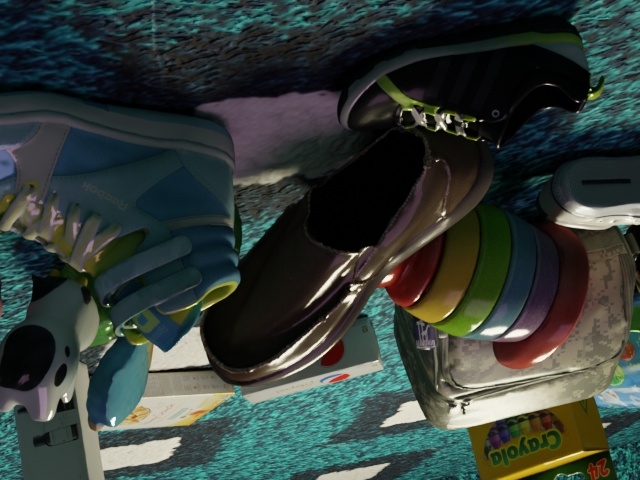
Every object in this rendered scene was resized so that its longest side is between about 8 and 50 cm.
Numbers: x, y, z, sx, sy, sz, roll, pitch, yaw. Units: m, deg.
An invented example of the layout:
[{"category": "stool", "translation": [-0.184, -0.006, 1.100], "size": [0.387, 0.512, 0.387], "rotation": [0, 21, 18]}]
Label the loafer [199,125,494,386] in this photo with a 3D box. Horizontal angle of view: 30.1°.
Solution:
[{"category": "loafer", "translation": [0.000, 0.000, 1.177], "size": [0.366, 0.134, 0.130], "rotation": [-46, 152, 14]}]

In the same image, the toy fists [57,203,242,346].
[{"category": "toy fists", "translation": [-0.199, 0.038, 1.281], "size": [0.142, 0.096, 0.279], "rotation": [1, 157, -31]}]

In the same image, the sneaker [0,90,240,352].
[{"category": "sneaker", "translation": [-0.199, -0.006, 0.998], "size": [0.319, 0.208, 0.127], "rotation": [0, 157, -32]}]

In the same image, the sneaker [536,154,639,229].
[{"category": "sneaker", "translation": [0.376, -0.059, 1.418], "size": [0.258, 0.094, 0.091], "rotation": [4, 165, -20]}]

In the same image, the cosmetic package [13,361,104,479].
[{"category": "cosmetic package", "translation": [-0.361, 0.291, 1.642], "size": [0.099, 0.239, 0.060], "rotation": [-18, 160, 10]}]

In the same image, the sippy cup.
[{"category": "sippy cup", "translation": [0.546, 0.183, 1.984], "size": [0.224, 0.305, 0.240], "rotation": [-16, -154, 38]}]

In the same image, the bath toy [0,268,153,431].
[{"category": "bath toy", "translation": [-0.338, 0.074, 1.156], "size": [0.348, 0.129, 0.151], "rotation": [11, -161, 1]}]

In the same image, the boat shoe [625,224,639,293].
[{"category": "boat shoe", "translation": [0.450, 0.023, 1.492], "size": [0.123, 0.123, 0.342], "rotation": [-27, -177, 6]}]

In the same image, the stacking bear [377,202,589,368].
[{"category": "stacking bear", "translation": [0.134, 0.024, 1.322], "size": [0.289, 0.175, 0.164], "rotation": [16, 167, -19]}]

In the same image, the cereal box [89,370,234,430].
[{"category": "cereal box", "translation": [-0.280, 0.255, 1.872], "size": [0.240, 0.047, 0.173], "rotation": [1, 156, -33]}]

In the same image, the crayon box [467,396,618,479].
[{"category": "crayon box", "translation": [0.320, 0.248, 1.840], "size": [0.081, 0.318, 0.202], "rotation": [7, 151, -44]}]

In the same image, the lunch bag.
[{"category": "lunch bag", "translation": [0.251, 0.092, 1.570], "size": [0.305, 0.212, 0.256], "rotation": [-11, 143, -8]}]

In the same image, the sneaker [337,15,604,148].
[{"category": "sneaker", "translation": [0.131, -0.125, 1.047], "size": [0.235, 0.097, 0.084], "rotation": [-16, 159, 8]}]

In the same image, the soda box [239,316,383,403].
[{"category": "soda box", "translation": [-0.017, 0.184, 1.811], "size": [0.216, 0.073, 0.069], "rotation": [-16, 160, 6]}]
